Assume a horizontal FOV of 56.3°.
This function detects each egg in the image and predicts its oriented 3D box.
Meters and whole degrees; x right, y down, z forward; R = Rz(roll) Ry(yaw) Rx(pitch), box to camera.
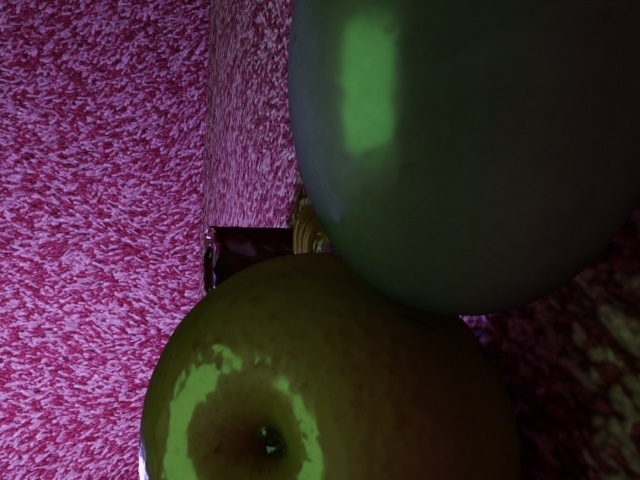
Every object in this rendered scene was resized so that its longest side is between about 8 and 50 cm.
[{"bbox_3d":[0.105,-0.122,0.418,0.258,0.259,0.352,-156,74,-70],"label":"egg"}]

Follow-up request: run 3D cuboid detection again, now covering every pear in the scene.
[{"bbox_3d":[0.009,0.184,0.552,0.348,0.349,0.348,-179,90,-71],"label":"pear"}]

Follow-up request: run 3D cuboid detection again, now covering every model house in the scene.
[{"bbox_3d":[-0.141,0.046,1.232,0.254,0.196,0.160,-128,41,-63],"label":"model house"}]

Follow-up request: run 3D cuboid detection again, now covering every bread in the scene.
[{"bbox_3d":[0.000,0.000,0.996,0.177,0.084,0.119,-135,50,-70],"label":"bread"}]
